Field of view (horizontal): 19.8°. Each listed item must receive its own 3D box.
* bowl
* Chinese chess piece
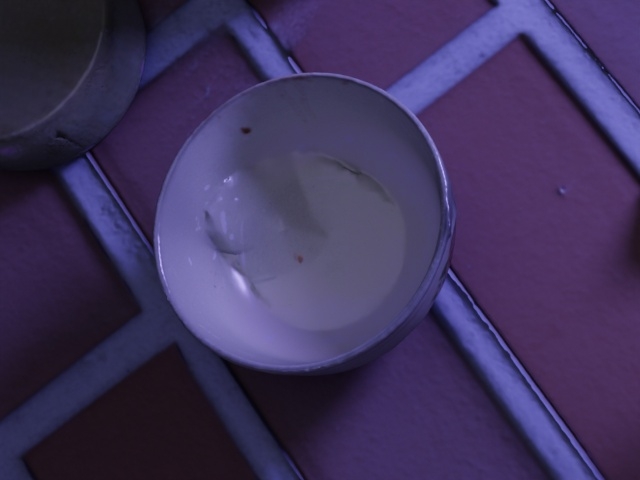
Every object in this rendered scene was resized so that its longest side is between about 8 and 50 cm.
[{"bbox_3d":[0.000,0.000,1.656,0.277,0.145,0.277,-5,72,16],"label":"bowl"},{"bbox_3d":[-0.296,-0.192,1.838,0.250,0.101,0.250,-5,73,18],"label":"Chinese chess piece"}]
